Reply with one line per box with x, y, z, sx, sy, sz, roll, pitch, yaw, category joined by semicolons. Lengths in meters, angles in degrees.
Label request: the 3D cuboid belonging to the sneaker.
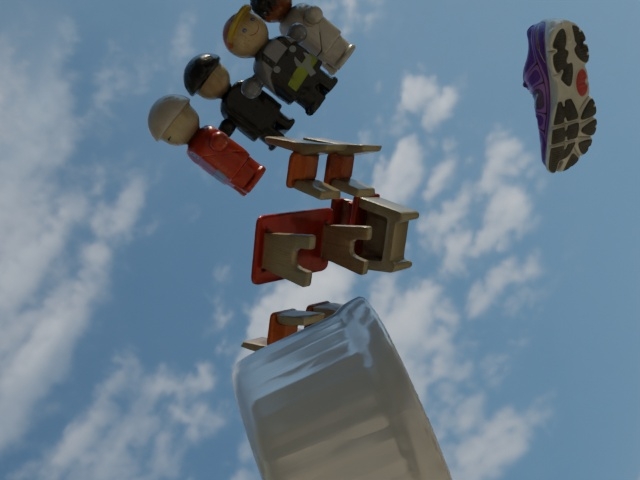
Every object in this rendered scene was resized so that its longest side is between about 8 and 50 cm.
0.258;-0.160;1.055;0.068;0.071;0.170;-14;-71;-26;sneaker

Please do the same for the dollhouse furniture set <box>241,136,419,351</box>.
0.000;0.000;1.197;0.259;0.135;0.262;-8;-72;-54;dollhouse furniture set

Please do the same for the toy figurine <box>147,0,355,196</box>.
-0.079;-0.182;1.086;0.148;0.209;0.213;37;-148;-8;toy figurine

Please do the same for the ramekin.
0.024;0.200;0.832;0.135;0.277;0.277;-20;-57;-5;ramekin
